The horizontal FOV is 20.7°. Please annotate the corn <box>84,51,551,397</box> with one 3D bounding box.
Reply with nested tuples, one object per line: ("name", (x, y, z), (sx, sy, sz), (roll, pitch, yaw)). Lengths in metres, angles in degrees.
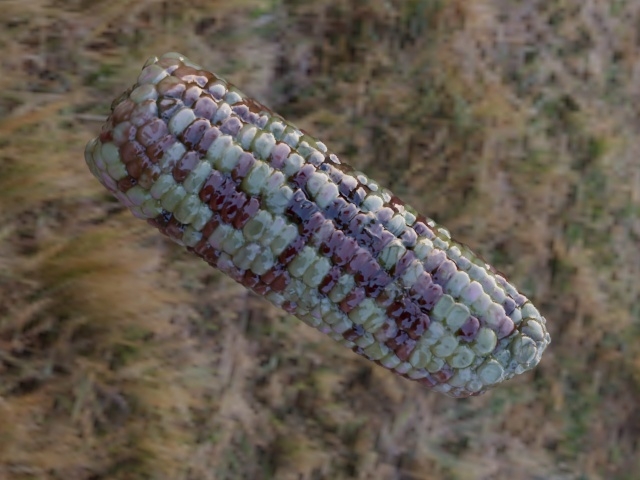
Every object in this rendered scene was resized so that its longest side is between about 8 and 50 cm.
("corn", (0.000, 0.000, 0.882), (0.253, 0.086, 0.086), (33, 66, -2))
